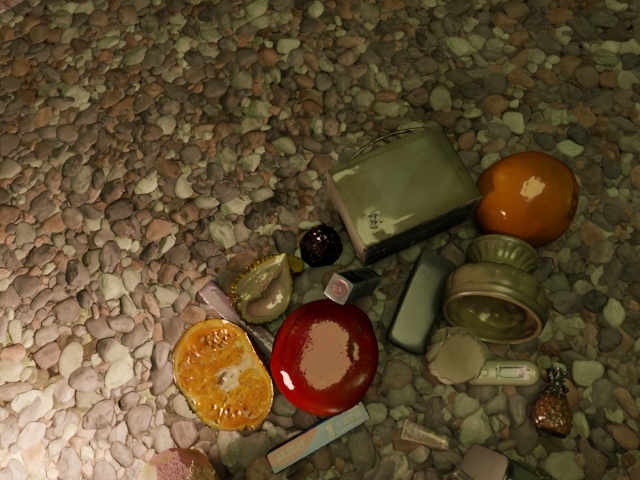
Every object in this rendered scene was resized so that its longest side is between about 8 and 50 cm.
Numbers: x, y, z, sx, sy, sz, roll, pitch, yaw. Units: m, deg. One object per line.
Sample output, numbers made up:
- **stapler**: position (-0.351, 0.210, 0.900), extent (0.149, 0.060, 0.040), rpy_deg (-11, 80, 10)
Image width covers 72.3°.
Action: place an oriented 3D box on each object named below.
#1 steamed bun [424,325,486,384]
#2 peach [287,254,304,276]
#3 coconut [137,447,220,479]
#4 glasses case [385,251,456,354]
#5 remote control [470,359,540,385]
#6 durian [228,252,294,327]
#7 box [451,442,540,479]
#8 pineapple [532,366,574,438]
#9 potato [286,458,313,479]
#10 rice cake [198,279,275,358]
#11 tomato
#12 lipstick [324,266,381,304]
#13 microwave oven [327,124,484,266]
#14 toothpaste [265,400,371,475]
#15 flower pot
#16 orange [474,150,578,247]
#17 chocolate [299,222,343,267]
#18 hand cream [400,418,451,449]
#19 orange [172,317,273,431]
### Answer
- **steamed bun**: position (0.397, 0.337, 1.309), extent (0.182, 0.106, 0.183), rpy_deg (0, 89, -8)
- **peach**: position (-0.098, 0.089, 1.473), extent (0.083, 0.050, 0.077), rpy_deg (15, 50, -2)
- **coconut**: position (-0.380, 0.695, 1.200), extent (0.233, 0.245, 0.233), rpy_deg (0, 90, -31)
- **glasses case**: position (0.321, 0.196, 1.400), extent (0.131, 0.074, 0.323), rpy_deg (23, 74, 11)
- **remote control**: position (0.553, 0.402, 1.335), extent (0.221, 0.042, 0.078), rpy_deg (-1, 73, 5)
- **durian**: position (-0.194, 0.161, 1.409), extent (0.138, 0.183, 0.250), rpy_deg (1, 45, 46)
- **box**: position (0.359, 0.701, 1.065), extent (0.111, 0.396, 0.397), rpy_deg (31, 77, 14)
- **pineapple**: position (0.687, 0.467, 1.282), extent (0.108, 0.108, 0.198), rpy_deg (21, 63, 10)
- **potato**: position (-0.055, 0.673, 1.292), extent (0.093, 0.036, 0.037), rpy_deg (-35, 110, 11)
- **rice cake**: position (-0.256, 0.261, 1.425), extent (0.365, 0.056, 0.073), rpy_deg (39, 80, 15)
- **tomato**: position (0.009, 0.328, 1.271), extent (0.289, 0.293, 0.325), rpy_deg (20, 81, -7)
- **lipstick**: position (0.106, 0.132, 1.326), extent (0.077, 0.289, 0.076), rpy_deg (31, 101, 20)
- **microwave oven**: position (0.252, -0.143, 1.428), extent (0.394, 0.247, 0.333), rpy_deg (-23, 73, -4)
- **toothpaste**: position (-0.005, 0.574, 1.295), extent (0.320, 0.076, 0.066), rpy_deg (-29, 75, -5)
- **flower pot**: position (0.527, 0.139, 1.305), extent (0.307, 0.307, 0.244), rpy_deg (20, 58, 10)
- **orange**: position (0.637, -0.125, 1.373), extent (0.312, 0.312, 0.312), rpy_deg (-1, 72, 3)
- **chocolate**: position (0.000, 0.000, 1.456), extent (0.156, 0.133, 0.156), rpy_deg (-1, 69, 3)
- **hand cream**: position (0.313, 0.581, 1.299), extent (0.143, 0.039, 0.061), rpy_deg (13, 80, 17)
- **orange**: position (-0.283, 0.382, 1.287), extent (0.274, 0.274, 0.310), rpy_deg (-44, 119, -10)
